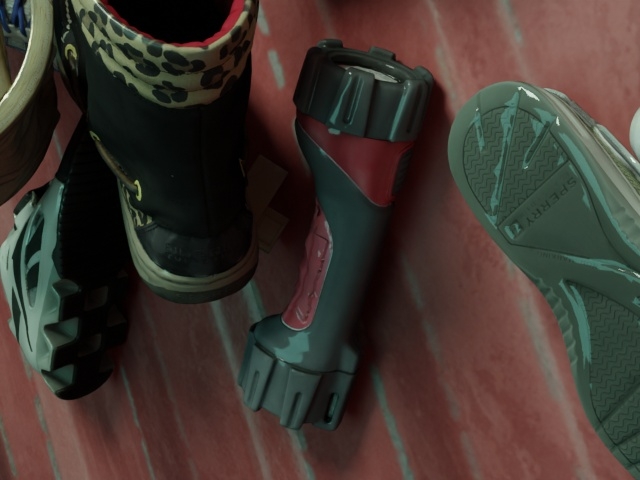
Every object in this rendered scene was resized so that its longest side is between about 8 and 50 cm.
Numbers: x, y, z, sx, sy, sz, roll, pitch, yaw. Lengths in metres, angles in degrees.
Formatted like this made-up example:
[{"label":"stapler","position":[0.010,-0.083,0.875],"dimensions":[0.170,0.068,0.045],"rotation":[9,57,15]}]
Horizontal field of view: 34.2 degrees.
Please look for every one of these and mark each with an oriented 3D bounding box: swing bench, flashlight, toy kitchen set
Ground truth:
[{"label":"swing bench","position":[-0.308,-0.164,0.849],"dimensions":[0.255,0.165,0.253],"rotation":[57,164,-2]},{"label":"flashlight","position":[0.000,0.000,0.823],"dimensions":[0.103,0.103,0.304],"rotation":[-125,47,-55]},{"label":"toy kitchen set","position":[-0.066,-0.035,0.926],"dimensions":[0.083,0.075,0.068],"rotation":[32,79,-2]}]

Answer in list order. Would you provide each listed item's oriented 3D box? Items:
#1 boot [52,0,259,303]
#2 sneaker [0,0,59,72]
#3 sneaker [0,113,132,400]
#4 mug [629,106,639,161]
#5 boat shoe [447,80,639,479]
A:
[{"label":"boot","position":[-0.135,-0.172,0.785],"dimensions":[0.284,0.138,0.377],"rotation":[98,156,-59]},{"label":"sneaker","position":[-0.314,-0.230,1.045],"dimensions":[0.296,0.131,0.112],"rotation":[21,108,36]},{"label":"sneaker","position":[-0.257,-0.012,1.031],"dimensions":[0.146,0.122,0.330],"rotation":[34,117,31]},{"label":"mug","position":[0.232,-0.068,0.642],"dimensions":[0.064,0.078,0.062],"rotation":[19,143,47]},{"label":"boat shoe","position":[0.203,0.034,0.656],"dimensions":[0.118,0.103,0.320],"rotation":[-45,71,36]}]
